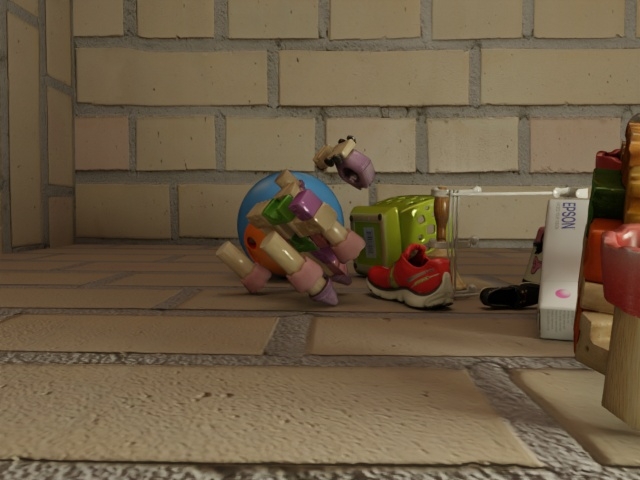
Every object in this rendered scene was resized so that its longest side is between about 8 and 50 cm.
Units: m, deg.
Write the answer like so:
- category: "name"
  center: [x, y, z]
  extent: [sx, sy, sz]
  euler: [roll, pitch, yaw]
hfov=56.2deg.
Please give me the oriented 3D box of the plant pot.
- category: "plant pot"
  center: [0.212, -0.004, 1.644]
  extent: [0.207, 0.228, 0.227]
  euler: [-8, 7, -30]

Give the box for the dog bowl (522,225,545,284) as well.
- category: "dog bowl"
  center: [0.710, 0.041, 1.466]
  extent: [0.407, 0.150, 0.408]
  euler: [1, 4, 0]

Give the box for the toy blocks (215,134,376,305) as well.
- category: "toy blocks"
  center: [0.000, 0.000, 1.269]
  extent: [0.260, 0.309, 0.288]
  euler: [44, -24, -20]

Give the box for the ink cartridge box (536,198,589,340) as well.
- category: "ink cartridge box"
  center: [0.513, 0.037, 0.917]
  extent: [0.330, 0.071, 0.324]
  euler: [1, 32, 23]

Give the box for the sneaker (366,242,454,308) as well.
- category: "sneaker"
  center: [0.185, 0.064, 1.223]
  extent: [0.107, 0.118, 0.279]
  euler: [0, 3, -24]

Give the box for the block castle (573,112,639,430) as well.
- category: "block castle"
  center: [0.422, -0.002, 0.587]
  extent: [0.303, 0.213, 0.453]
  euler: [6, 20, 22]

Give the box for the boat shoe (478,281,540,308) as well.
- category: "boat shoe"
  center: [0.370, 0.107, 1.132]
  extent: [0.133, 0.049, 0.042]
  euler: [-2, 8, -5]

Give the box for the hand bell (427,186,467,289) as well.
- category: "hand bell"
  center: [0.292, -0.008, 1.439]
  extent: [0.126, 0.242, 0.126]
  euler: [1, 3, 0]

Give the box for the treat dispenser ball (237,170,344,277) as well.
- category: "treat dispenser ball"
  center: [-0.080, -0.042, 1.613]
  extent: [0.288, 0.288, 0.288]
  euler: [0, 3, 0]

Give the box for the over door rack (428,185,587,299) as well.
- category: "over door rack"
  center: [0.386, 0.006, 1.279]
  extent: [0.324, 0.240, 0.108]
  euler: [0, 8, -5]
